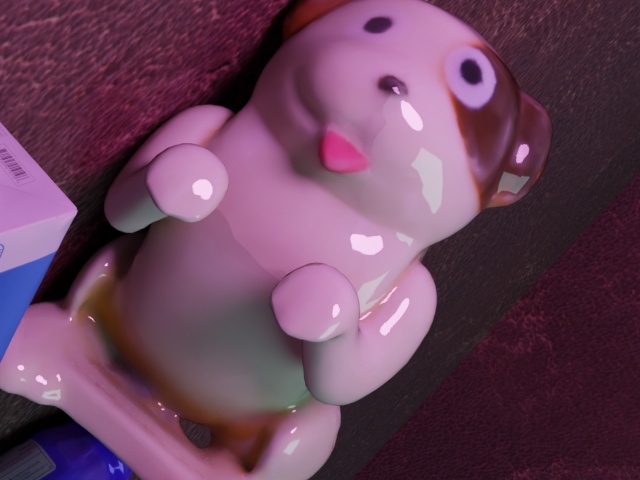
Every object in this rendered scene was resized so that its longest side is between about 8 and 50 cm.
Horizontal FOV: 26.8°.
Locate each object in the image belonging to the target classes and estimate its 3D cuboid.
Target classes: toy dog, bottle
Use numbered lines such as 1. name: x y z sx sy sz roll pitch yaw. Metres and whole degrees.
1. toy dog: 0.000 0.000 1.055 0.408 0.284 0.395 -54 160 24
2. bottle: -0.274 0.243 1.312 0.283 0.092 0.118 -32 160 -33

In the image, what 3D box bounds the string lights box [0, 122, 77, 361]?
1. string lights box: -0.254 0.035 0.804 0.076 0.133 0.260 -23 153 -50
